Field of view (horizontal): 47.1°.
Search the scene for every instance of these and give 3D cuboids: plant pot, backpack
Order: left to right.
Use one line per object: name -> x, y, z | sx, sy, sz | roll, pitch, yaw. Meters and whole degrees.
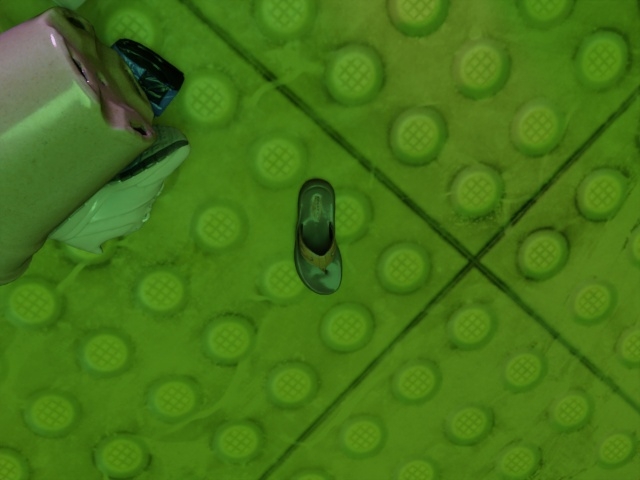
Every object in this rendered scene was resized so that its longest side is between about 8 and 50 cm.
plant pot -> -0.417, -0.153, 1.032 | 0.306, 0.334, 0.333 | -31, 111, 11
backpack -> -0.292, -0.254, 1.165 | 0.120, 0.098, 0.101 | 37, 105, -20

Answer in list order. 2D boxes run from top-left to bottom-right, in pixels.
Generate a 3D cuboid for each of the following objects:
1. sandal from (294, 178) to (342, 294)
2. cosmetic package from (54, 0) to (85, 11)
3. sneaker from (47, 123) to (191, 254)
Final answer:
sandal -> 0.000, 0.000, 1.322 | 0.090, 0.060, 0.219 | -2, 109, -9
cosmetic package -> -0.293, -0.527, 0.986 | 0.385, 0.156, 0.217 | -40, 71, 6
sneaker -> -0.323, -0.083, 1.213 | 0.297, 0.111, 0.129 | -32, 139, 19
